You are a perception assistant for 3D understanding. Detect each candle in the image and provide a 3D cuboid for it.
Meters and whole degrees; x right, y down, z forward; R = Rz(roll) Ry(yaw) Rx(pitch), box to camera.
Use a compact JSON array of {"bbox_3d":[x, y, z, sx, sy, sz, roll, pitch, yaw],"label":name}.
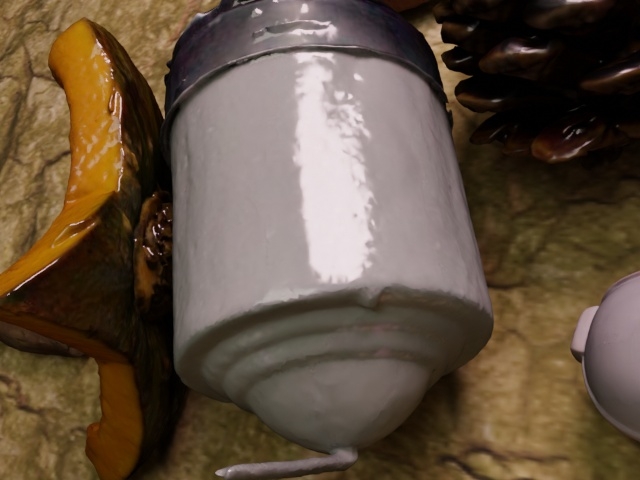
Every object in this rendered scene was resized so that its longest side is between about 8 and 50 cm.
[{"bbox_3d":[0.000,0.000,0.529,0.221,0.221,0.343,-18,61,21],"label":"candle"}]

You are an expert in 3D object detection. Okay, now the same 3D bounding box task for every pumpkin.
[{"bbox_3d":[-0.155,0.022,0.591,0.095,0.290,0.258,2,55,8],"label":"pumpkin"}]

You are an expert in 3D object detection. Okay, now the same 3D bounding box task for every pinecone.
[{"bbox_3d":[0.181,-0.176,0.506,0.224,0.273,0.224,-13,21,5],"label":"pinecone"}]

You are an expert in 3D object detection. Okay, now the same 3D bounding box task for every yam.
[{"bbox_3d":[-0.324,0.080,0.773,0.241,0.057,0.057,6,68,34],"label":"yam"}]

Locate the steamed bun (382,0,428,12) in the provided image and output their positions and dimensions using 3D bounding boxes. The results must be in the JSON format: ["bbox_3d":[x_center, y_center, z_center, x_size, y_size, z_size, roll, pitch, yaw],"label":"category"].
[{"bbox_3d":[0.067,-0.301,0.724,0.144,0.106,0.175,-11,74,19],"label":"steamed bun"}]

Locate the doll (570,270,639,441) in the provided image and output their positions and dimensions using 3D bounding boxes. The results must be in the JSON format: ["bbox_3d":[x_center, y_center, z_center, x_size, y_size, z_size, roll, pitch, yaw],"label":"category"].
[{"bbox_3d":[0.278,0.059,0.389,0.287,0.151,0.151,-8,61,30],"label":"doll"}]
